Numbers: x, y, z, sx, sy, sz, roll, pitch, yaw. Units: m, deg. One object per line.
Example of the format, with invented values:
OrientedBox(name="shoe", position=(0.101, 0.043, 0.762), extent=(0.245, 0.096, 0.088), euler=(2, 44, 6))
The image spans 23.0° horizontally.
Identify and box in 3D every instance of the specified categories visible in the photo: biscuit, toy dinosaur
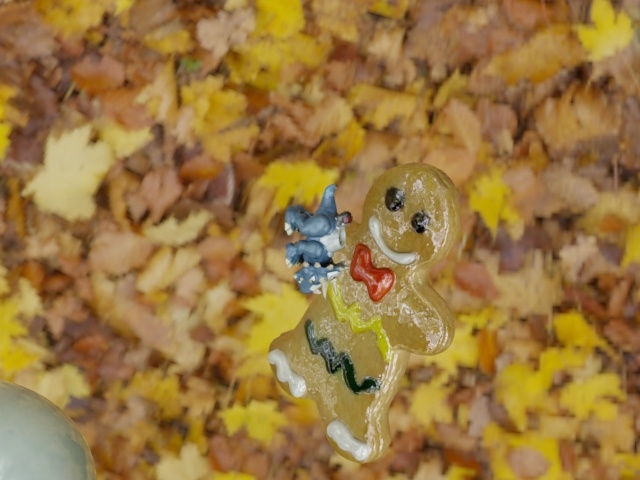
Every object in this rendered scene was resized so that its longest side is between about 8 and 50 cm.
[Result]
OrientedBox(name="biscuit", position=(0.036, 0.047, 1.212), extent=(0.158, 0.035, 0.240), euler=(39, 118, 34))
OrientedBox(name="toy dinosaur", position=(0.000, 0.000, 1.146), extent=(0.047, 0.030, 0.083), euler=(3, 96, 20))

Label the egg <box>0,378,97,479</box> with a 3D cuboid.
OrientedBox(name="egg", position=(-0.314, 0.217, 1.109), extent=(0.371, 0.230, 0.230), euler=(-29, 114, 22))
